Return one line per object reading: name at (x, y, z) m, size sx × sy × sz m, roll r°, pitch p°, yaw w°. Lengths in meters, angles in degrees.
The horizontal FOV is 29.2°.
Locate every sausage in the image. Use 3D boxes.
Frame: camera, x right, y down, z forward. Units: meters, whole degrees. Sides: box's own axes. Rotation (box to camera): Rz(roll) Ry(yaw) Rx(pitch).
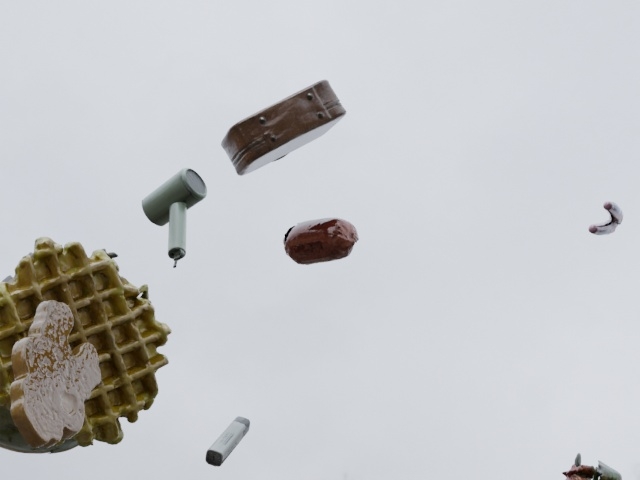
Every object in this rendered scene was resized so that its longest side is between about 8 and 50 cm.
sausage at (0.000, 0.000, 1.997) m, size 0.141 × 0.076 × 0.076 m, roll -5°, pitch -29°, yaw 44°

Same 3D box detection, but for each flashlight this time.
flashlight at (-0.096, 0.208, 1.280) m, size 0.018 × 0.083 × 0.018 m, roll 17°, pitch -70°, yaw 12°

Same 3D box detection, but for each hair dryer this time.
hair dryer at (-0.147, -0.014, 1.232) m, size 0.063 × 0.124 × 0.038 m, roll -33°, pitch -51°, yaw 24°

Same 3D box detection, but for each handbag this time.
handbag at (-0.066, -0.179, 1.998) m, size 0.193 × 0.072 × 0.151 m, roll -31°, pitch -2°, yaw -23°

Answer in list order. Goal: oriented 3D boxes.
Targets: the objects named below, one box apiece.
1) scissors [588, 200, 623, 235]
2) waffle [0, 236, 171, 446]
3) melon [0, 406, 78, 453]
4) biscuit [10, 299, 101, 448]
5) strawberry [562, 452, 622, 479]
scissors at (0.305, -0.021, 1.299) m, size 0.012 × 0.039 × 0.113 m, roll 34°, pitch 9°, yaw 21°
waffle at (-0.352, 0.152, 1.804) m, size 0.329 × 0.329 × 0.062 m, roll 25°, pitch -21°, yaw -30°
melon at (-0.483, 0.219, 2.058) m, size 0.268 × 0.268 × 0.330 m, roll -14°, pitch -33°, yaw 34°
biscuit at (-0.346, 0.179, 1.586) m, size 0.040 × 0.236 × 0.144 m, roll -26°, pitch -69°, yaw 19°
strawberry at (0.454, 0.453, 1.915) m, size 0.188 × 0.286 × 0.106 m, roll 25°, pitch -73°, yaw -17°
